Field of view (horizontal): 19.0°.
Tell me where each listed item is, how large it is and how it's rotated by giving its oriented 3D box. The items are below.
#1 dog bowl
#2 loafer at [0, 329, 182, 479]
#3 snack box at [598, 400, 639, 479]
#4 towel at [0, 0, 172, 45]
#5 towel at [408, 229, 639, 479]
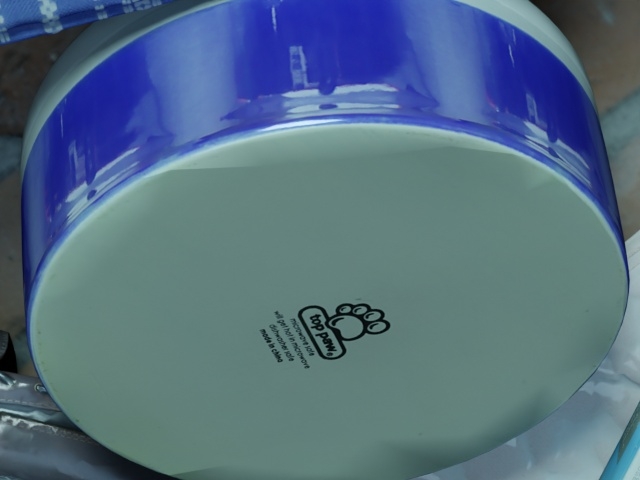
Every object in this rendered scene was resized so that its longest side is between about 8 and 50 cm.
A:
[{"bbox_3d":[0.000,0.000,0.851,0.264,0.104,0.265,-4,141,-3],"label":"dog bowl"},{"bbox_3d":[-0.155,0.092,1.001,0.302,0.109,0.095,20,80,-1],"label":"loafer"},{"bbox_3d":[0.268,0.211,0.922,0.322,0.060,0.187,23,116,1],"label":"snack box"},{"bbox_3d":[-0.077,-0.187,0.688,0.336,0.040,0.243,-14,135,-2],"label":"towel"},{"bbox_3d":[0.255,0.122,0.948,0.332,0.053,0.317,45,114,-10],"label":"towel"}]
